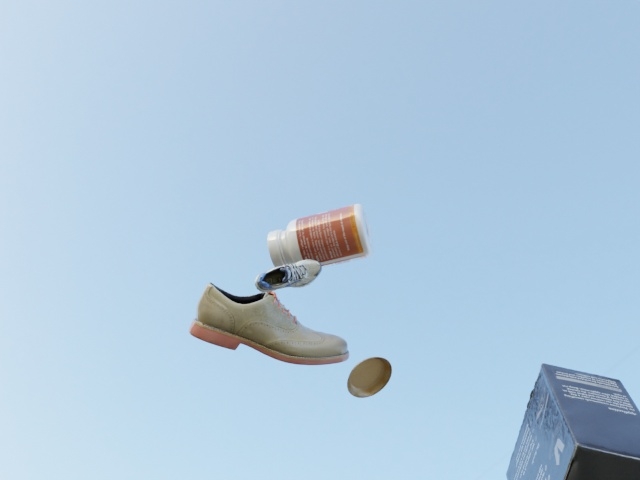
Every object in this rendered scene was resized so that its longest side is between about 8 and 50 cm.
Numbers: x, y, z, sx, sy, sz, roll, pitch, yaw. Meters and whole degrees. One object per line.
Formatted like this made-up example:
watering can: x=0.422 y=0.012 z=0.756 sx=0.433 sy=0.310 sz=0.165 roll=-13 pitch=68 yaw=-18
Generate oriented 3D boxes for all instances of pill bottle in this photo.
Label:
pill bottle: x=0.000 y=0.000 z=1.384 sx=0.216 sy=0.121 sz=0.121 roll=-13 pitch=-61 yaw=11

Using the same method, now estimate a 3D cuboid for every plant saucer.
plant saucer: x=0.079 y=0.224 z=1.050 sx=0.083 sy=0.015 sz=0.083 roll=-11 pitch=-59 yaw=-19

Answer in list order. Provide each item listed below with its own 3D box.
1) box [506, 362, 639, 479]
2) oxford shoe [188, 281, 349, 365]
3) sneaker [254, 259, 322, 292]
box: x=0.267 y=0.239 z=0.653 sx=0.093 sy=0.158 sz=0.156 roll=11 pitch=-72 yaw=4
oxford shoe: x=-0.093 y=0.178 z=1.338 sx=0.348 sy=0.123 sz=0.130 roll=14 pitch=-88 yaw=-14
sneaker: x=-0.059 y=0.069 z=1.223 sx=0.058 sy=0.135 sz=0.052 roll=119 pitch=-47 yaw=-76
